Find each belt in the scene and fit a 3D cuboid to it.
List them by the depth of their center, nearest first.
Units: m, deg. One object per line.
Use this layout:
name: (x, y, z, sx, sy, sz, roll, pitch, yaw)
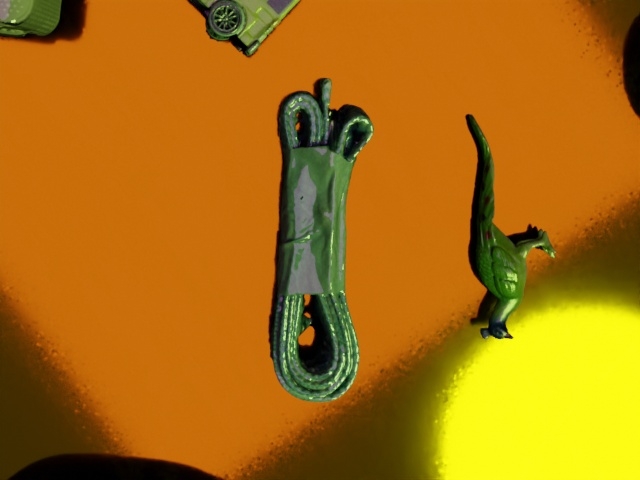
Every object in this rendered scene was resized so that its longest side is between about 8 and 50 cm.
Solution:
belt: (0.000, 0.000, 1.089, 0.087, 0.072, 0.302, 3, 99, 0)

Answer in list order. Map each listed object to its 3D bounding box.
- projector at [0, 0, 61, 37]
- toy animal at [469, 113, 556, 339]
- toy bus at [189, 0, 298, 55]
projector: (-0.294, -0.296, 0.976, 0.163, 0.177, 0.243, 8, 96, -7)
toy animal: (0.184, -0.015, 1.116, 0.075, 0.041, 0.217, -4, 93, -2)
toy bus: (-0.099, -0.255, 1.041, 0.101, 0.088, 0.175, -45, 101, 1)
